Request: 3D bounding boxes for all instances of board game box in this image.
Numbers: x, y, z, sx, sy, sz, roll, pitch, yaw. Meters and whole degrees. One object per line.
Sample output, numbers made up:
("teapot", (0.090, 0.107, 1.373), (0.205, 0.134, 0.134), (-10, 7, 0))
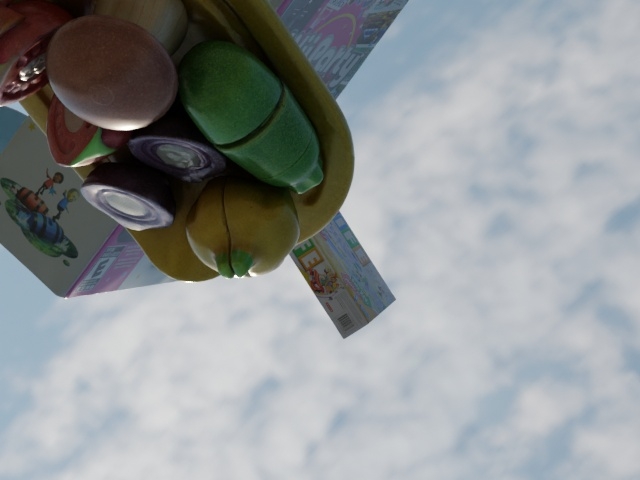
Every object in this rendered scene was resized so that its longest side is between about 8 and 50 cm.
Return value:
("board game box", (0.000, 0.000, 1.313), (0.026, 0.154, 0.103), (-33, 180, 17))
("board game box", (-0.069, -0.110, 1.071), (0.303, 0.097, 0.224), (-53, 167, 14))

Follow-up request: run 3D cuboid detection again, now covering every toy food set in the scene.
("toy food set", (-0.076, -0.052, 0.646), (0.128, 0.218, 0.071), (-19, -145, 28))

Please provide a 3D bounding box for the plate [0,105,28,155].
("plate", (-0.270, -0.047, 1.499), (0.024, 0.188, 0.188), (-37, -151, 23))
